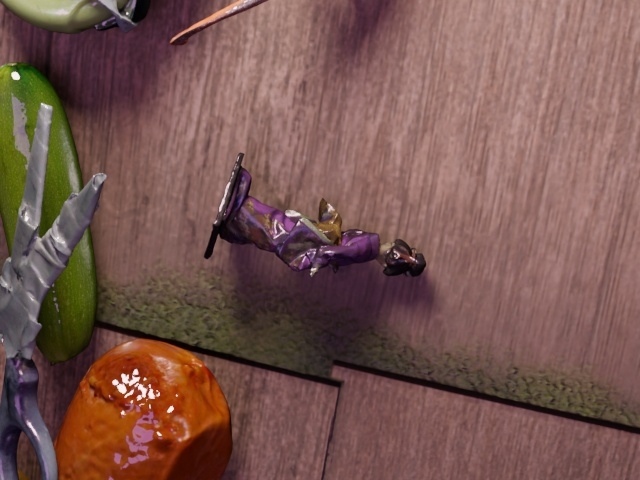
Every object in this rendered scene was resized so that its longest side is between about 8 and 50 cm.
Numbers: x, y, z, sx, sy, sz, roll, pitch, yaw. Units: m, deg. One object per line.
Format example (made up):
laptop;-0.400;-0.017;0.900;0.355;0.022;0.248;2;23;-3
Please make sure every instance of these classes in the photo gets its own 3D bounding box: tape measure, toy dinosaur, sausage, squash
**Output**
tape measure;-0.217;-0.269;1.439;0.200;0.106;0.175;25;107;5
toy dinosaur;-0.004;-0.240;1.408;0.280;0.101;0.055;-35;86;8
sausage;-0.181;0.224;1.557;0.141;0.153;0.268;32;113;31
squash;-0.261;-0.027;1.536;0.082;0.082;0.292;-4;107;13

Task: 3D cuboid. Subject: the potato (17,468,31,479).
potato;-0.349;0.286;1.615;0.158;0.178;0.203;-6;84;-4

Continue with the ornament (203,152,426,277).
ornament;-0.005;0.002;1.500;0.203;0.081;0.088;19;68;-11

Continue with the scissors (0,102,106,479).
scissors;-0.279;0.054;1.498;0.256;0.029;0.383;44;128;32
